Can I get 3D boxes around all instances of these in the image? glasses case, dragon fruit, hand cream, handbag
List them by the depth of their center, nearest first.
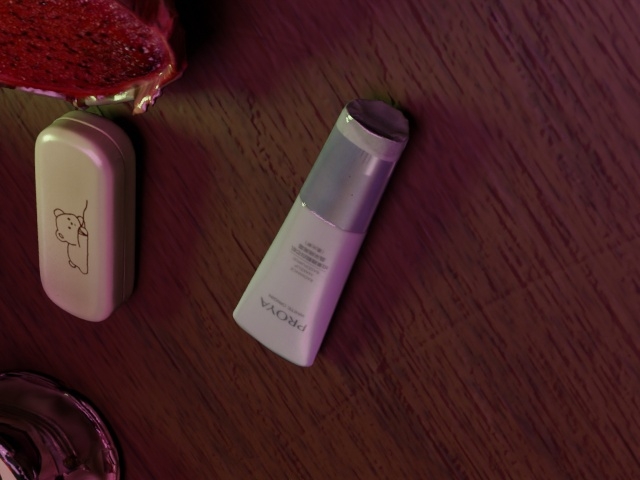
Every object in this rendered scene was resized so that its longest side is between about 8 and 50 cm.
[{"bbox_3d":[-0.172,-0.186,0.921,0.161,0.126,0.274,26,157,-18],"label":"dragon fruit"},{"bbox_3d":[0.000,0.000,0.949,0.079,0.048,0.255,34,128,10],"label":"hand cream"},{"bbox_3d":[-0.204,-0.018,1.053,0.083,0.050,0.196,19,127,18],"label":"glasses case"},{"bbox_3d":[-0.314,0.224,1.212,0.205,0.116,0.179,8,117,29],"label":"handbag"}]
